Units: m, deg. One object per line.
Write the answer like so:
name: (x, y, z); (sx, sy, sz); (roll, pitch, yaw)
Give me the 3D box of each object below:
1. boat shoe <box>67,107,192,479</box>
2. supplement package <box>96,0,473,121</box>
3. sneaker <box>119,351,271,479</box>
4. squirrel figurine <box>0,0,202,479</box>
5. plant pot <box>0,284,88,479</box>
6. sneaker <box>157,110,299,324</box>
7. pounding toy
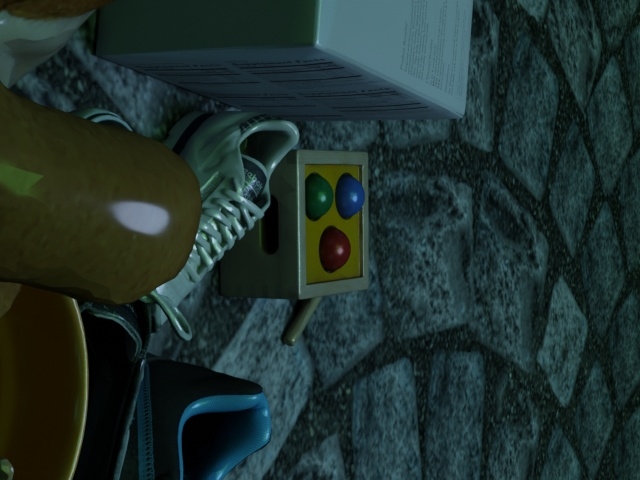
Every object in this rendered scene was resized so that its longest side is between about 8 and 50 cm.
boat shoe: (-0.147, 0.044, 0.884); (0.113, 0.105, 0.306); (45, 46, -42)
supplement package: (-0.016, -0.217, 1.118); (0.263, 0.198, 0.199); (13, 80, -60)
sneaker: (-0.160, 0.187, 0.936); (0.341, 0.140, 0.125); (-52, 136, -45)
squirrel figurine: (-0.225, -0.046, 0.439); (0.397, 0.281, 0.370); (38, 66, -48)
plant pot: (-0.257, 0.078, 0.714); (0.205, 0.188, 0.205); (-4, 95, -61)
sneaker: (-0.099, -0.018, 1.084); (0.235, 0.095, 0.090); (-65, 144, -33)
pounding toy: (0.003, 0.009, 1.262); (0.206, 0.094, 0.181); (-5, 95, -60)
